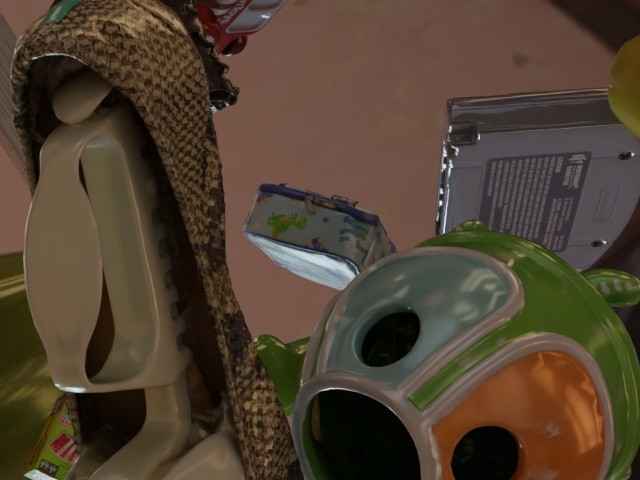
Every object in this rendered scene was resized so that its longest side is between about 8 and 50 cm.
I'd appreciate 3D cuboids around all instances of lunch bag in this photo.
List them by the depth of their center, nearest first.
[{"bbox_3d":[0.000,0.000,1.844,0.176,0.090,0.219,15,168,19],"label":"lunch bag"}]

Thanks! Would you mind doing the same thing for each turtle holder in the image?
[{"bbox_3d":[0.078,0.106,1.090,0.320,0.227,0.243,37,129,29],"label":"turtle holder"}]

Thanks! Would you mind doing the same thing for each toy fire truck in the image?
[{"bbox_3d":[-0.171,-0.289,1.848,0.302,0.254,0.169,-41,65,47],"label":"toy fire truck"}]

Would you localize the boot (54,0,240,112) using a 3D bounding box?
[{"bbox_3d":[-0.131,-0.215,1.250,0.229,0.263,0.091,63,163,14],"label":"boot"}]

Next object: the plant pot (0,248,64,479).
[{"bbox_3d":[-0.427,0.172,1.705,0.366,0.353,0.366,42,148,35],"label":"plant pot"}]

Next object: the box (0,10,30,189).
[{"bbox_3d":[-0.299,-0.131,1.395,0.324,0.067,0.063,56,160,1],"label":"box"}]

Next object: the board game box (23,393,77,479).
[{"bbox_3d":[-0.211,0.242,1.487,0.181,0.092,0.043,30,151,-17],"label":"board game box"}]

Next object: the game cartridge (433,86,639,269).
[{"bbox_3d":[0.213,-0.053,1.375,0.294,0.196,0.060,88,-178,-62],"label":"game cartridge"}]

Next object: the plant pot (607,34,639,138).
[{"bbox_3d":[0.301,-0.130,1.189,0.095,0.134,0.134,15,140,35],"label":"plant pot"}]

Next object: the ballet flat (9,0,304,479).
[{"bbox_3d":[-0.123,0.077,0.935,0.164,0.182,0.483,-5,108,18],"label":"ballet flat"}]
